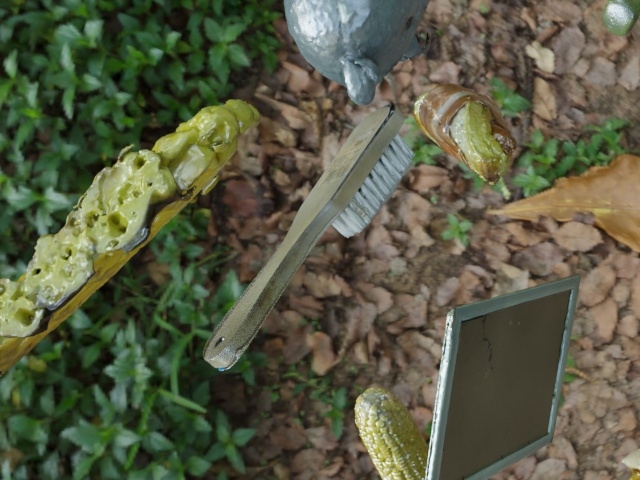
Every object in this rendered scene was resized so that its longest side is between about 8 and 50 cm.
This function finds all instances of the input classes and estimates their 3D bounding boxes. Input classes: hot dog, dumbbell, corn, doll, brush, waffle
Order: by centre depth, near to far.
[{"bbox_3d":[-0.178,-0.001,0.748,0.060,0.307,0.312,45,121,-5],"label":"waffle"},{"bbox_3d":[0.000,0.000,0.887,0.327,0.065,0.070,-55,23,-24],"label":"brush"},{"bbox_3d":[0.061,-0.307,1.016,0.158,0.340,0.246,-14,115,27],"label":"doll"},{"bbox_3d":[0.412,-0.304,1.154,0.046,0.118,0.052,45,152,25],"label":"dumbbell"},{"bbox_3d":[0.208,-0.161,1.261,0.093,0.123,0.261,-47,34,5],"label":"hot dog"},{"bbox_3d":[0.130,0.342,1.441,0.101,0.292,0.101,-18,37,14],"label":"corn"}]

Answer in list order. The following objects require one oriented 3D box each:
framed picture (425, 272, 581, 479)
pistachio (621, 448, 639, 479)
[{"bbox_3d":[0.211,0.164,1.038,0.018,0.293,0.231,16,105,38],"label":"framed picture"},{"bbox_3d":[0.616,0.410,1.513,0.229,0.157,0.157,-5,84,38],"label":"pistachio"}]
